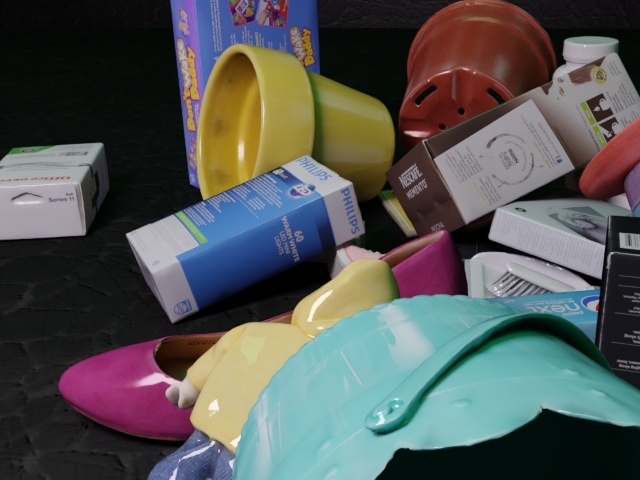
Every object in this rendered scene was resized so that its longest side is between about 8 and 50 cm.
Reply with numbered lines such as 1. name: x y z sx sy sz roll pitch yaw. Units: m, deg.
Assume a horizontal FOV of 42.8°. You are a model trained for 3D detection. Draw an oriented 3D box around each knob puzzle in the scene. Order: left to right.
1. knob puzzle: 0.198 -0.059 1.228 0.213 0.030 0.213 -2 23 1

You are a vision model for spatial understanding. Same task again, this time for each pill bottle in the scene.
1. pill bottle: 0.451 -0.235 1.386 0.117 0.208 0.117 -2 23 1

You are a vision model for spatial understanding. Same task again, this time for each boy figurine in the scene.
1. boy figurine: -0.038 0.126 0.598 0.177 0.092 0.285 15 54 37

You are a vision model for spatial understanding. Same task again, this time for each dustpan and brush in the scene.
1. dustpan and brush: 0.270 0.060 0.899 0.211 0.060 0.147 19 25 0

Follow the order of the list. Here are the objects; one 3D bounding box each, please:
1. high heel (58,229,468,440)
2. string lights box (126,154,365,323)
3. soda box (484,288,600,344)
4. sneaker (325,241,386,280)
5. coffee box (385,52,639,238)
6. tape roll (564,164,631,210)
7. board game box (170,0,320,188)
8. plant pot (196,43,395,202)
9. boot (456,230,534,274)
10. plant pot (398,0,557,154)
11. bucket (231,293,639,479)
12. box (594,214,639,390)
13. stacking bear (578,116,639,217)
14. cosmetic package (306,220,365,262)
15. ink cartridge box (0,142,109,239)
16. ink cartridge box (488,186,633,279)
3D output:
1. high heel: -0.057 0.074 0.745 0.377 0.181 0.127 -3 23 -2
2. string lights box: -0.092 -0.010 1.003 0.259 0.077 0.133 -25 29 -15
3. soda box: 0.237 0.097 0.807 0.210 0.071 0.067 -4 23 -5
4. sneaker: 0.053 0.032 1.005 0.070 0.051 0.134 -5 24 -17
5. coffee box: 0.256 -0.117 1.077 0.297 0.119 0.168 -26 -3 -15
6. tape roll: 0.555 -0.075 1.184 0.391 0.072 0.392 -2 22 1
7. board game box: -0.114 -0.274 1.352 0.233 0.347 0.078 -18 27 -33
8. plant pot: -0.030 -0.147 1.211 0.239 0.254 0.254 3 19 -28
9. boot: 0.219 0.020 1.023 0.121 0.045 0.099 -1 22 16
10. plant pot: 0.254 -0.238 1.379 0.272 0.272 0.265 5 32 16
11. bucket: 0.079 0.168 0.420 0.281 0.281 0.183 -6 18 -8
12. box: 0.366 0.087 0.677 0.261 0.184 0.103 6 21 17
13. stacking bear: 0.413 0.005 0.809 0.175 0.164 0.289 -24 69 0
14. cosmetic package: 0.000 0.000 1.091 0.115 0.041 0.060 2 24 10
15. ink cartridge box: -0.420 -0.079 1.253 0.153 0.087 0.208 -3 22 -3
16. ink cartridge box: 0.349 0.000 0.974 0.224 0.045 0.223 25 23 31
